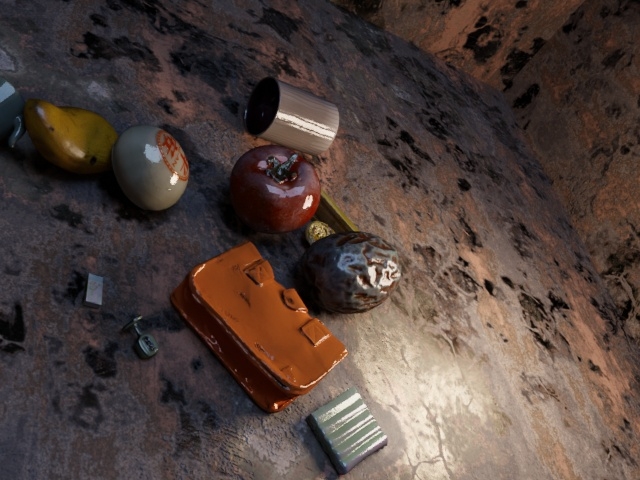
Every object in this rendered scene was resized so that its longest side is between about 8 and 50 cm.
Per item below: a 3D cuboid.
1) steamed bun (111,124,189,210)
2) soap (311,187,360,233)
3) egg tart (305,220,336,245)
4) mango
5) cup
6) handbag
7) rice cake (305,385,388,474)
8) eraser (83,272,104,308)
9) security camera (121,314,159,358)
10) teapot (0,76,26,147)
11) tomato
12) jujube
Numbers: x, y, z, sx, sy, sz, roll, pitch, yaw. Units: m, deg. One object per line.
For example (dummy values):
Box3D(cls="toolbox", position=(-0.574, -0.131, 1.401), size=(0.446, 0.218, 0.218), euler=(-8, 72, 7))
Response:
Box3D(cls="steamed bun", position=(-0.428, -0.198, 1.891), size=(0.232, 0.145, 0.232), euler=(53, 27, -42))
Box3D(cls="soap", position=(0.040, -0.058, 2.296), size=(0.252, 0.092, 0.037), euler=(49, 33, 13))
Box3D(cls="egg tart", position=(0.000, 0.000, 2.234), size=(0.129, 0.049, 0.129), euler=(23, 44, -24))
Box3D(cls="mango", position=(-0.628, -0.257, 1.815), size=(0.295, 0.120, 0.177), euler=(14, 61, -58))
Box3D(cls="cup", position=(-0.118, -0.418, 2.487), size=(0.273, 0.288, 0.208), euler=(14, 78, -35))
Box3D(cls="handbag", position=(-0.147, 0.206, 1.804), size=(0.410, 0.116, 0.303), euler=(47, 35, 8))
Box3D(cls="rice cake", position=(0.070, 0.467, 1.792), size=(0.198, 0.037, 0.189), euler=(-7, 56, -48))
Box3D(cls="eraser", position=(-0.514, 0.114, 1.639), size=(0.038, 0.019, 0.083), euler=(18, 40, -27))
Box3D(cls="security camera", position=(-0.397, 0.218, 1.615), size=(0.092, 0.058, 0.058), euler=(52, 35, 2))
Box3D(cls="teapot", position=(-0.811, -0.292, 1.708), size=(0.239, 0.162, 0.149), euler=(26, 47, -1))
Box3D(cls="tomato", position=(-0.134, -0.138, 2.101), size=(0.270, 0.227, 0.270), euler=(9, 49, -11))
Box3D(cls="jujube", position=(0.087, 0.086, 2.072), size=(0.246, 0.215, 0.308), euler=(51, 37, 16))
